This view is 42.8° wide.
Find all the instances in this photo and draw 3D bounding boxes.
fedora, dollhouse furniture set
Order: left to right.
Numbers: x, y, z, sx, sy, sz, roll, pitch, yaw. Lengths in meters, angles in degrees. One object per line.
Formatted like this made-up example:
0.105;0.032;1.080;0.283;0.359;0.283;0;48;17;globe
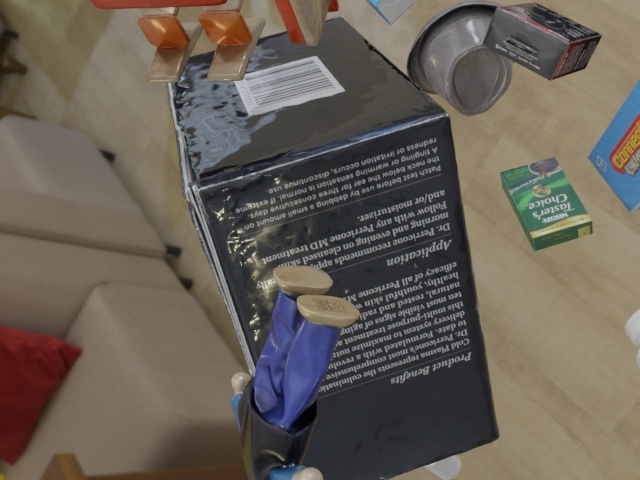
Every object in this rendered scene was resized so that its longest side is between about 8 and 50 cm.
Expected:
-0.117;-0.250;0.751;0.259;0.262;0.135;3;59;21;dollhouse furniture set
0.301;-0.342;1.629;0.275;0.243;0.124;90;170;-58;fedora

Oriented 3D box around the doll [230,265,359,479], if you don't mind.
-0.026;0.117;0.541;0.129;0.046;0.189;47;128;51;doll

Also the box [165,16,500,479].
0.000;0.000;1.128;0.480;0.297;0.472;-115;11;-60;box

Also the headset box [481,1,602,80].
0.166;-0.151;0.615;0.062;0.083;0.032;34;125;22;headset box

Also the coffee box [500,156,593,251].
0.410;-0.070;1.492;0.113;0.040;0.184;-16;46;4;coffee box

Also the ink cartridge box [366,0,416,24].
0.051;-0.223;0.684;0.048;0.028;0.083;-42;47;11;ink cartridge box

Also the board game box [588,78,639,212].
0.464;-0.188;0.839;0.302;0.308;0.086;-28;72;-10;board game box

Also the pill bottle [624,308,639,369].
0.378;0.135;0.824;0.086;0.086;0.152;-47;46;25;pill bottle

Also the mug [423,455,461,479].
0.206;0.367;1.384;0.062;0.064;0.078;-33;25;24;mug
